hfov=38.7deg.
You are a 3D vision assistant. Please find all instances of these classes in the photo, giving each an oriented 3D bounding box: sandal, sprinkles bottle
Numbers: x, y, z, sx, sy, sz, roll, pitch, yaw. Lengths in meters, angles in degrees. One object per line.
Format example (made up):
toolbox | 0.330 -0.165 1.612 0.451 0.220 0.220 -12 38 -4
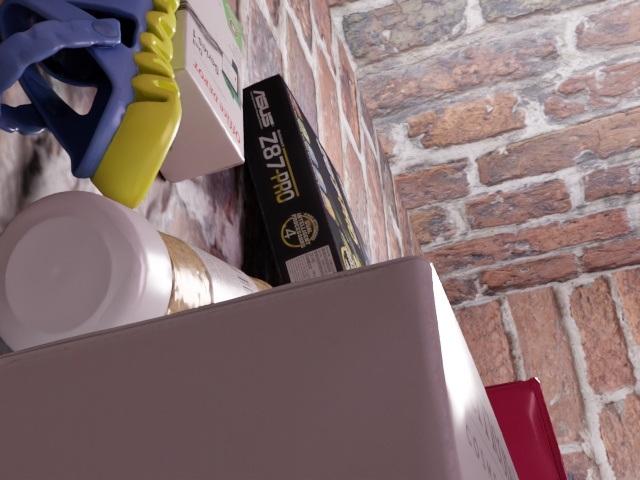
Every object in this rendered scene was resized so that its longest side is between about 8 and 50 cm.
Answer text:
sandal | -0.194 -0.166 0.739 0.138 0.126 0.317 20 32 -27
sprinkles bottle | -0.126 0.060 0.765 0.355 0.121 0.121 39 39 -70

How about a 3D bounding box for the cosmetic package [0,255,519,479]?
cosmetic package | -0.047 0.281 0.407 0.329 0.327 0.394 61 19 -50

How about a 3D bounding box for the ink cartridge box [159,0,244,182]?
ink cartridge box | -0.152 -0.198 0.994 0.160 0.092 0.219 59 20 -52

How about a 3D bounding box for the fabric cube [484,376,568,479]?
fabric cube | 0.068 0.289 0.835 0.254 0.258 0.259 123 -44 -65

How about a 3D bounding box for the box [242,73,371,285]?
box | 0.000 0.000 1.344 0.318 0.097 0.395 58 13 -59
